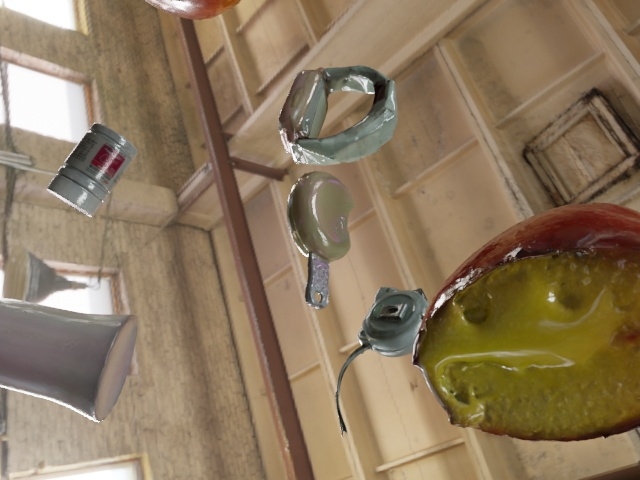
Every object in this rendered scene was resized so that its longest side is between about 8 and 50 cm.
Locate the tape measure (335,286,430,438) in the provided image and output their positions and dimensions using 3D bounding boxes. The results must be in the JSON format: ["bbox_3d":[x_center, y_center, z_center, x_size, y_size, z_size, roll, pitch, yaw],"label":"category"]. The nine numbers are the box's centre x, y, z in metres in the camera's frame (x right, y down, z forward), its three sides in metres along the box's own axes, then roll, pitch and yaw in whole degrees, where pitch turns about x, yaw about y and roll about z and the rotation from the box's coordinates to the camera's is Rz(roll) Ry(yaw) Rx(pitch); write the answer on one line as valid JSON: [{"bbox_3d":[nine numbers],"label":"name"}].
[{"bbox_3d":[0.118,0.221,1.108,0.164,0.084,0.330,-12,-145,41],"label":"tape measure"}]

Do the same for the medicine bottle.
[{"bbox_3d":[-0.254,-0.079,0.635,0.058,0.058,0.091,15,-110,46],"label":"medicine bottle"}]

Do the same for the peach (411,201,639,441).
[{"bbox_3d":[0.273,0.100,0.667,0.281,0.338,0.281,56,-22,36],"label":"peach"}]

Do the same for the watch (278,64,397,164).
[{"bbox_3d":[0.055,-0.284,1.304,0.241,0.162,0.253,15,-110,13],"label":"watch"}]

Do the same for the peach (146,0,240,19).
[{"bbox_3d":[-0.114,-0.351,0.501,0.281,0.238,0.281,28,-36,23],"label":"peach"}]

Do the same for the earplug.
[{"bbox_3d":[-0.468,0.167,0.901,0.172,0.301,0.172,-166,-90,-87],"label":"earplug"}]

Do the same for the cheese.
[{"bbox_3d":[0.000,0.000,1.134,0.082,0.163,0.286,-20,-122,40],"label":"cheese"}]
